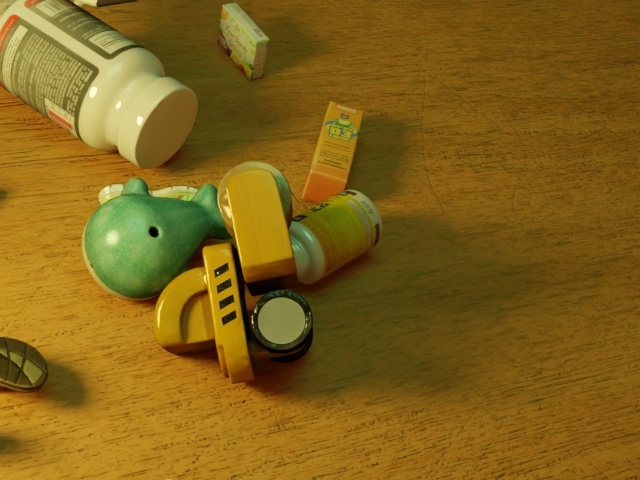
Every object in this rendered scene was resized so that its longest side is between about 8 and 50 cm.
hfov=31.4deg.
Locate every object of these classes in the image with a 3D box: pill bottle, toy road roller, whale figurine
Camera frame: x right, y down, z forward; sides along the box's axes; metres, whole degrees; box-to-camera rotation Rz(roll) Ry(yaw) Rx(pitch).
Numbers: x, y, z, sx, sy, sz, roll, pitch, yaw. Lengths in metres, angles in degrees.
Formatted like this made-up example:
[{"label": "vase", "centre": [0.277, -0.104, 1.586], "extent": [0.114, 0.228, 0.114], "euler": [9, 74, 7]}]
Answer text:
[{"label": "pill bottle", "centre": [0.000, 0.000, 1.989], "extent": [0.117, 0.117, 0.215], "euler": [40, 48, 24]}, {"label": "toy road roller", "centre": [-0.146, 0.059, 1.780], "extent": [0.241, 0.202, 0.329], "euler": [-10, 79, -2]}, {"label": "whale figurine", "centre": [-0.256, -0.013, 1.879], "extent": [0.272, 0.141, 0.216], "euler": [-24, 86, -32]}, {"label": "pill bottle", "centre": [-0.421, -0.294, 2.109], "extent": [0.363, 0.210, 0.210], "euler": [34, 46, 18]}]

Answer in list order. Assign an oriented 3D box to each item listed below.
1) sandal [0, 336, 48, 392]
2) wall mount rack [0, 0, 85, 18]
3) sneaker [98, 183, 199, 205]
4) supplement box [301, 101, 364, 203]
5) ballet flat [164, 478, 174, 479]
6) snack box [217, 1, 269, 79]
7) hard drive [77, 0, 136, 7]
[{"label": "sandal", "centre": [-0.505, 0.189, 1.704], "extent": [0.219, 0.060, 0.090], "euler": [9, 35, 14]}, {"label": "wall mount rack", "centre": [-0.627, -0.523, 2.345], "extent": [0.304, 0.130, 0.350], "euler": [3, 45, -13]}, {"label": "sneaker", "centre": [-0.283, -0.040, 1.991], "extent": [0.209, 0.081, 0.094], "euler": [0, 53, -7]}, {"label": "supplement box", "centre": [0.026, -0.169, 2.201], "extent": [0.078, 0.080, 0.233], "euler": [16, 41, -3]}, {"label": "ballet flat", "centre": [-0.250, 0.392, 1.562], "extent": [0.057, 0.052, 0.168], "euler": [26, 45, 11]}, {"label": "snack box", "centre": [-0.163, -0.419, 2.388], "extent": [0.037, 0.100, 0.141], "euler": [-19, 52, -31]}, {"label": "hard drive", "centre": [-0.545, -0.523, 2.184], "extent": [0.353, 0.047, 0.233], "euler": [17, 18, 7]}]
